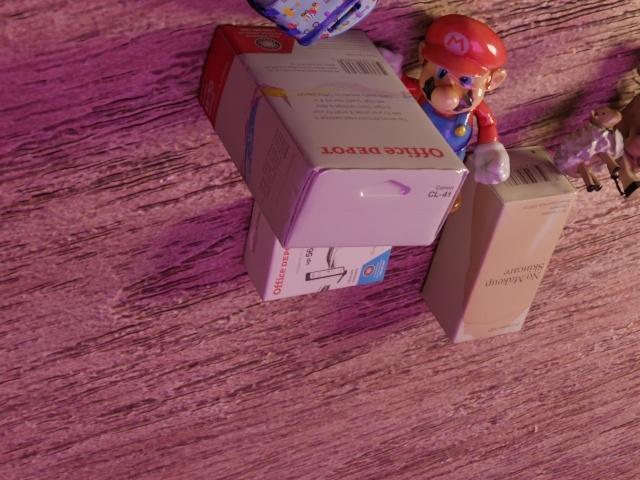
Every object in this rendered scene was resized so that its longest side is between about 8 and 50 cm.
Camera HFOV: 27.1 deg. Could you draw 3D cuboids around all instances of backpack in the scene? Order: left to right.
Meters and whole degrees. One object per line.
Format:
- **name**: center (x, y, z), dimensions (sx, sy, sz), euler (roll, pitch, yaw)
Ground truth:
- **backpack**: center (0.000, -0.312, 1.625), dimensions (0.158, 0.117, 0.173), euler (-37, 143, 11)

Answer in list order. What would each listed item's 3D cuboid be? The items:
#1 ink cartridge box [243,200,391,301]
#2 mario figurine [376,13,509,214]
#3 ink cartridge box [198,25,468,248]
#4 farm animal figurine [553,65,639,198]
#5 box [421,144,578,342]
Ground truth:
- **ink cartridge box**: center (0.000, 0.000, 1.977), dimensions (0.203, 0.086, 0.148), euler (-10, 137, -23)
- **mario figurine**: center (0.159, -0.165, 1.836), dimensions (0.198, 0.170, 0.321), euler (-9, 138, -21)
- **ink cartridge box**: center (0.007, -0.135, 1.665), dimensions (0.226, 0.306, 0.131), euler (-1, 133, -29)
- **farm animal figurine**: center (0.547, -0.205, 2.042), dimensions (0.330, 0.172, 0.327), euler (6, 142, -45)
- **box**: center (0.280, 0.009, 2.127), dimensions (0.148, 0.121, 0.311), euler (-10, 137, -23)
